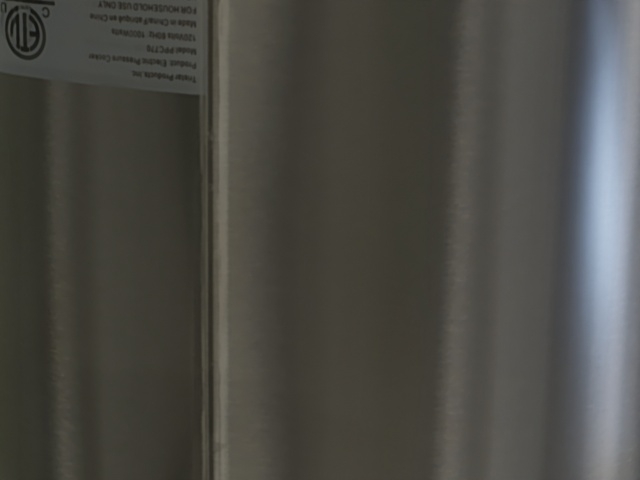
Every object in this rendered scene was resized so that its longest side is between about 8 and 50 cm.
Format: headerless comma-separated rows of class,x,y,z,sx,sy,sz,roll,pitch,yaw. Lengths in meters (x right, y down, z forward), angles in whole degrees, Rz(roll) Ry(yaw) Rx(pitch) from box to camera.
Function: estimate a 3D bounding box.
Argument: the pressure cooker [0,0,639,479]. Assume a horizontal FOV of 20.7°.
pressure cooker,-0.004,0.001,0.760,0.370,0.375,0.420,-150,-122,-63
